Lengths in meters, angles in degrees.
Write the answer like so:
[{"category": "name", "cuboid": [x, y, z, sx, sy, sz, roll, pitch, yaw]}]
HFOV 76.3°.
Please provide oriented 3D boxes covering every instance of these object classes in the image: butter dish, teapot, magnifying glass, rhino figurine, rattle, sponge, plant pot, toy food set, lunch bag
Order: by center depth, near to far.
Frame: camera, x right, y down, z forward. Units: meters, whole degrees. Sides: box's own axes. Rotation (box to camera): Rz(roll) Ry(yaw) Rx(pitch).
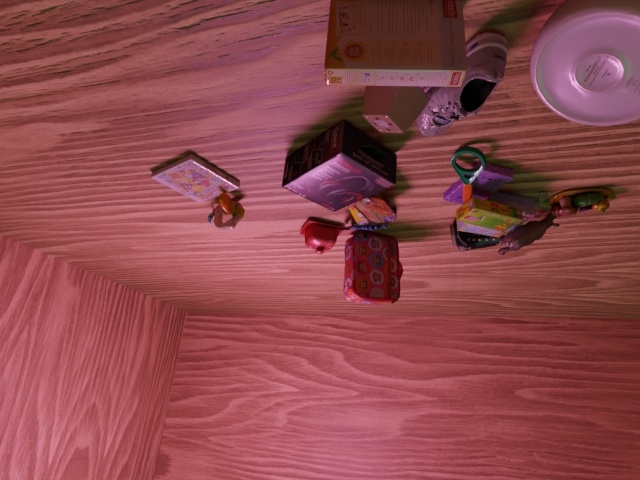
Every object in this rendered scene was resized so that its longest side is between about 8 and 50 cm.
[{"category": "teapot", "cuboid": [0.502, -0.340, 0.686, 0.252, 0.187, 0.256, 46, 160, -20]}, {"category": "plant pot", "cuboid": [0.157, -0.299, 0.903, 0.109, 0.096, 0.109, 20, 175, 46]}, {"category": "magnifying glass", "cuboid": [0.436, -0.189, 1.202, 0.092, 0.026, 0.231, 11, 150, 25]}, {"category": "sponge", "cuboid": [0.490, -0.172, 1.282, 0.117, 0.031, 0.210, 10, 158, -11]}, {"category": "toy food set", "cuboid": [0.823, -0.107, 1.318, 0.217, 0.071, 0.128, -2, 157, 17]}, {"category": "rhino figurine", "cuboid": [0.741, -0.031, 1.431, 0.243, 0.073, 0.106, -26, 168, -10]}, {"category": "rattle", "cuboid": [-0.389, -0.118, 1.511, 0.199, 0.130, 0.142, 22, 178, 39]}, {"category": "butter dish", "cuboid": [0.000, 0.000, 1.685, 0.159, 0.118, 0.160, 11, 157, -16]}, {"category": "lunch bag", "cuboid": [0.231, 0.121, 1.707, 0.258, 0.293, 0.120, 8, 159, -19]}]

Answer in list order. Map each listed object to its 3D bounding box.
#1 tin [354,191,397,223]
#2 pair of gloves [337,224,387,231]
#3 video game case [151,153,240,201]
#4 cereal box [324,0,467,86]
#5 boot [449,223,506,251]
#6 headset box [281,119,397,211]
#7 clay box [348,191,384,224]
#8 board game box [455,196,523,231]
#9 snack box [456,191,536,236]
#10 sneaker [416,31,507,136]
[{"category": "tin", "cuboid": [0.185, -0.109, 1.354, 0.106, 0.040, 0.189, -14, 150, 27]}, {"category": "pair of gloves", "cuboid": [0.168, -0.049, 1.578, 0.198, 0.023, 0.159, -2, -176, 26]}, {"category": "video game case", "cuboid": [-0.426, -0.205, 1.393, 0.226, 0.026, 0.206, -12, 153, 35]}, {"category": "cereal box", "cuboid": [0.131, -0.354, 0.724, 0.240, 0.173, 0.047, 4, 158, 4]}, {"category": "boot", "cuboid": [0.603, -0.021, 1.560, 0.178, 0.085, 0.236, -11, 160, 29]}, {"category": "headset box", "cuboid": [0.062, -0.207, 1.176, 0.218, 0.110, 0.293, 22, 152, -36]}, {"category": "clay box", "cuboid": [0.178, -0.112, 1.462, 0.127, 0.053, 0.222, -3, 156, 19]}, {"category": "board game box", "cuboid": [0.536, -0.081, 1.296, 0.181, 0.043, 0.092, 12, 153, -15]}, {"category": "snack box", "cuboid": [0.603, -0.087, 1.414, 0.174, 0.070, 0.207, 8, 159, -9]}, {"category": "sneaker", "cuboid": [0.290, -0.305, 0.884, 0.105, 0.115, 0.281, 9, 157, -10]}]
